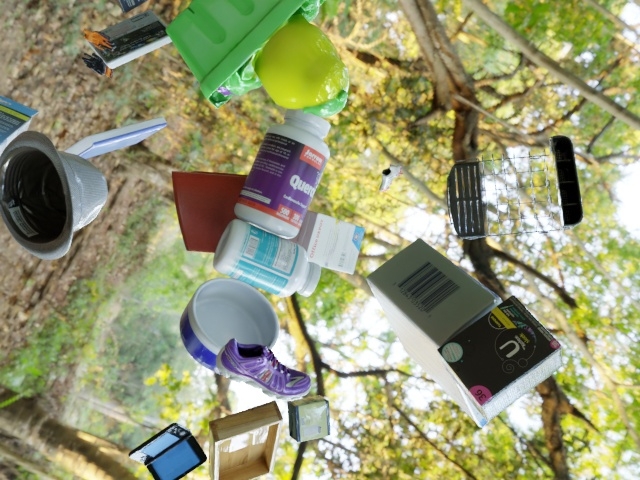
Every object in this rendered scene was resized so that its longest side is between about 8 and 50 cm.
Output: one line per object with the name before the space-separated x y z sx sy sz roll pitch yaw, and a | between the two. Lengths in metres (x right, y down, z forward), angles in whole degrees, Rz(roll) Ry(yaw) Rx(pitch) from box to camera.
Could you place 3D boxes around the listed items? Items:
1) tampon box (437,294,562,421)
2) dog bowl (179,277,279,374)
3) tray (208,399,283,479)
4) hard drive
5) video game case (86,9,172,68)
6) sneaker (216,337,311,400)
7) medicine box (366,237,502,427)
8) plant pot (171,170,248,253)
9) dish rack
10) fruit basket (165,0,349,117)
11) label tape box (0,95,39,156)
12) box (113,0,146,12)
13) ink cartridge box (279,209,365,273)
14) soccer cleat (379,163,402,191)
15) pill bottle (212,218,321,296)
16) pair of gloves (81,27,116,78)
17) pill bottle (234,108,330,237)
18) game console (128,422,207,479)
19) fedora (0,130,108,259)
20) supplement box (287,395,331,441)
tampon box | 0.298 0.196 1.086 0.161 0.101 0.120 -36 -126 -2
dog bowl | -0.252 0.237 1.820 0.104 0.265 0.265 -52 -162 36
tray | -0.236 0.636 1.999 0.411 0.203 0.076 101 -31 -48
hard drive | -0.703 -0.340 2.225 0.210 0.040 0.319 -17 -171 39
video game case | -0.489 -0.521 1.686 0.190 0.022 0.173 -30 -130 -16
sneaker | -0.087 0.213 1.090 0.071 0.170 0.068 -60 -160 20
medicine box | 0.261 0.184 1.330 0.149 0.289 0.263 -37 -142 -7
plant pot | -0.291 -0.085 1.977 0.267 0.267 0.235 -67 161 -83
dish rack | 0.410 -0.106 1.412 0.074 0.271 0.208 55 32 -65
fruit basket | -0.086 -0.400 1.369 0.392 0.392 0.283 -62 -174 3
label tape box | -1.008 -0.326 1.893 0.347 0.249 0.115 -93 -153 -62
box | -0.484 -0.688 1.670 0.158 0.156 0.093 -36 152 -15
ink cartridge box | 0.000 0.000 2.253 0.168 0.233 0.171 14 -93 49
soccer cleat | 0.138 -0.131 1.353 0.083 0.036 0.029 133 -32 -51
pill bottle | -0.135 0.057 1.702 0.146 0.264 0.146 -55 -160 31
pair of gloves | -0.426 -0.361 1.259 0.010 0.074 0.083 -46 159 -53
pill bottle | -0.091 -0.179 1.731 0.323 0.181 0.181 -68 -166 -3
game console | -0.320 0.455 1.378 0.122 0.107 0.071 -34 -125 -2
fedora | -0.505 -0.091 1.262 0.275 0.243 0.124 -11 -175 38
supplement box | -0.026 0.407 1.497 0.056 0.083 0.083 -179 -95 -67
